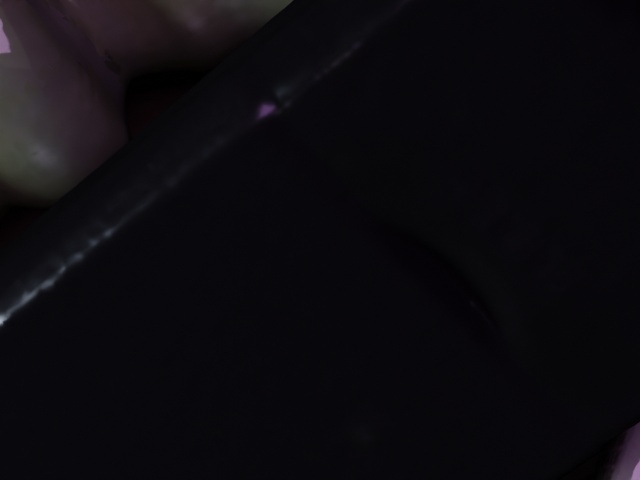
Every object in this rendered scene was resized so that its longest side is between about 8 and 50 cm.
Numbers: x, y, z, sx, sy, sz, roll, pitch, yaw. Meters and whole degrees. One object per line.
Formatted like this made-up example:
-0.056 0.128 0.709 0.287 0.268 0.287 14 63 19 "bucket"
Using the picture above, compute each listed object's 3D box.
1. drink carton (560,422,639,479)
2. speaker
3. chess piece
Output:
0.168 0.158 0.484 0.194 0.132 0.324 23 75 4 "drink carton"
0.000 0.000 0.467 0.388 0.184 0.180 -38 113 17 "speaker"
-0.111 -0.092 0.537 0.330 0.182 0.182 -39 79 -6 "chess piece"
